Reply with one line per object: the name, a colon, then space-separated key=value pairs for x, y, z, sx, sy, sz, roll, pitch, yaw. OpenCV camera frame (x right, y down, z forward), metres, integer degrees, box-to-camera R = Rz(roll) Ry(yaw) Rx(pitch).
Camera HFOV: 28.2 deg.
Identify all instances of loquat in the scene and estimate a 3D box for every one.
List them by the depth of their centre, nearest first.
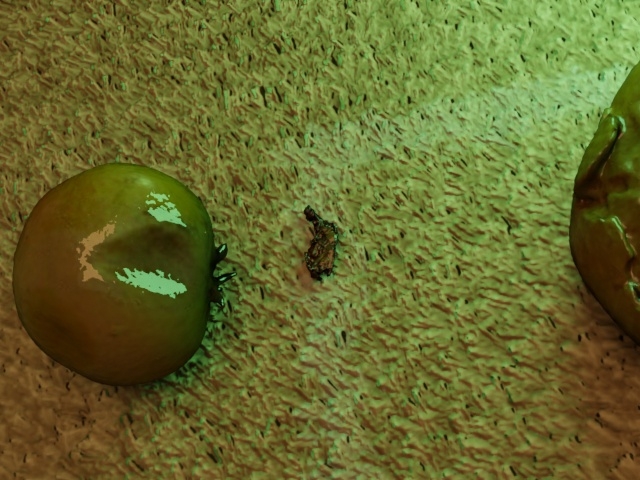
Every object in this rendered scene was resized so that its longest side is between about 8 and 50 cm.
loquat: x=-0.184 y=0.030 z=1.192 sx=0.213 sy=0.213 sz=0.213 roll=-5 pitch=64 yaw=10

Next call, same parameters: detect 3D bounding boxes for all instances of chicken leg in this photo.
chicken leg: x=0.002 y=0.001 z=1.262 sx=0.036 sy=0.021 sz=0.083 roll=-11 pitch=63 yaw=18

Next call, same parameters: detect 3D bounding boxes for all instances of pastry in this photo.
pastry: x=0.385 y=-0.037 z=1.117 sx=0.356 sy=0.164 sz=0.356 roll=-5 pitch=61 yaw=10
